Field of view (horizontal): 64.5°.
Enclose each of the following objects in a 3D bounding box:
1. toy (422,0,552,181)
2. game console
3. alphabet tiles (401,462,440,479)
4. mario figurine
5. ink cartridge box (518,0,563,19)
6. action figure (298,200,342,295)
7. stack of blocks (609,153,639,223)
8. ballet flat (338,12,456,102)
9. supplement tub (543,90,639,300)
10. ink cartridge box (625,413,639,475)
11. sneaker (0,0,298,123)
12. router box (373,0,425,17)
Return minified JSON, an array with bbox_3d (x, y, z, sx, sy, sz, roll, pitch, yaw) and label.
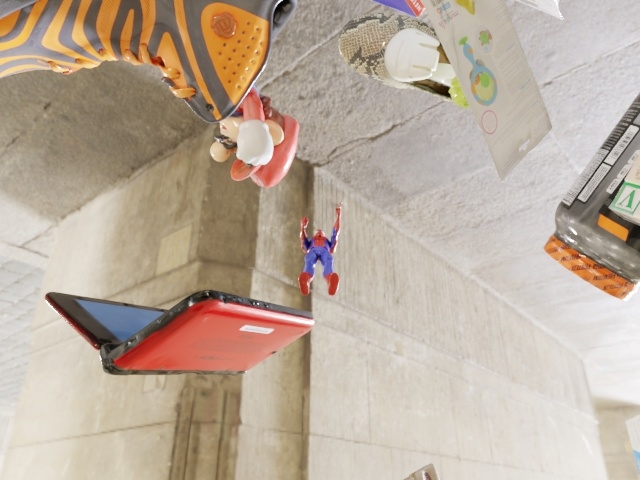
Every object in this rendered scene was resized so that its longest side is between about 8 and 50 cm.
[{"bbox_3d":[0.190,-0.204,0.608,0.056,0.137,0.237,4,129,54],"label":"toy"},{"bbox_3d":[-0.095,0.051,0.372,0.124,0.085,0.144,-35,154,16],"label":"game console"},{"bbox_3d":[0.117,0.386,0.487,0.011,0.285,0.342,-35,154,28],"label":"alphabet tiles"},{"bbox_3d":[-0.156,-0.210,0.775,0.170,0.198,0.321,-14,124,22],"label":"mario figurine"},{"bbox_3d":[0.384,-0.516,0.972,0.224,0.181,0.056,-3,128,-56],"label":"ink cartridge box"},{"bbox_3d":[0.000,0.000,1.091,0.091,0.280,0.139,3,107,-1],"label":"action figure"},{"bbox_3d":[0.501,-0.022,0.595,0.087,0.297,0.171,20,103,-22],"label":"stack of blocks"},{"bbox_3d":[0.279,-0.427,1.237,0.482,0.182,0.164,8,112,-32],"label":"ballet flat"},{"bbox_3d":[0.546,-0.080,0.850,0.207,0.207,0.338,18,112,-29],"label":"supplement tub"},{"bbox_3d":[0.573,0.312,0.796,0.060,0.104,0.180,8,145,-3],"label":"ink cartridge box"},{"bbox_3d":[-0.166,-0.163,0.432,0.321,0.125,0.180,-20,125,17],"label":"sneaker"},{"bbox_3d":[0.157,-0.575,0.894,0.301,0.335,0.082,-50,133,9],"label":"router box"}]
